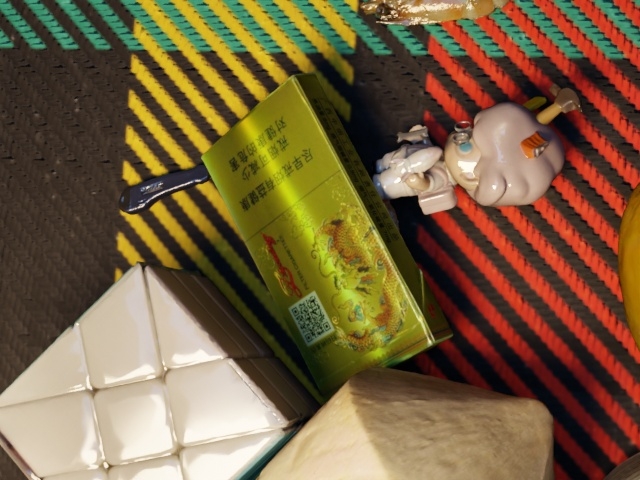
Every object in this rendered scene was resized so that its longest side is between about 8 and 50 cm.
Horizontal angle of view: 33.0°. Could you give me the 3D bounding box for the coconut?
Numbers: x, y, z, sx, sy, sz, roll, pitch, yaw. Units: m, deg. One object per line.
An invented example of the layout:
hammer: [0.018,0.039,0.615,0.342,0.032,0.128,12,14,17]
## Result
coconut: [0.094,0.261,1.023,0.329,0.329,0.329,-1,86,12]

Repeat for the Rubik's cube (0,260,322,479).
Rubik's cube: [-0.158,0.177,1.111,0.231,0.224,0.221,-44,80,5]

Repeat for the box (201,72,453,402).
box: [0.000,0.000,1.141,0.173,0.043,0.311,-36,77,40]

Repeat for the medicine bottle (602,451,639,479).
medicine bottle: [0.348,0.311,0.950,0.245,0.306,0.245,-1,87,13]

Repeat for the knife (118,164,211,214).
knife: [-0.174,-0.060,1.236,0.121,0.018,0.031,-19,76,10]

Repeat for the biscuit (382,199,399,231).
biscuit: [0.030,-0.008,1.189,0.120,0.015,0.120,-1,86,11]

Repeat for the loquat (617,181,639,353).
loquat: [0.400,0.042,0.986,0.276,0.276,0.284,2,108,13]

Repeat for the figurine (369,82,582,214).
figurine: [0.161,-0.081,1.116,0.229,0.137,0.112,-12,116,15]

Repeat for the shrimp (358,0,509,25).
shrimp: [0.127,-0.279,1.171,0.180,0.041,0.099,-14,83,12]
